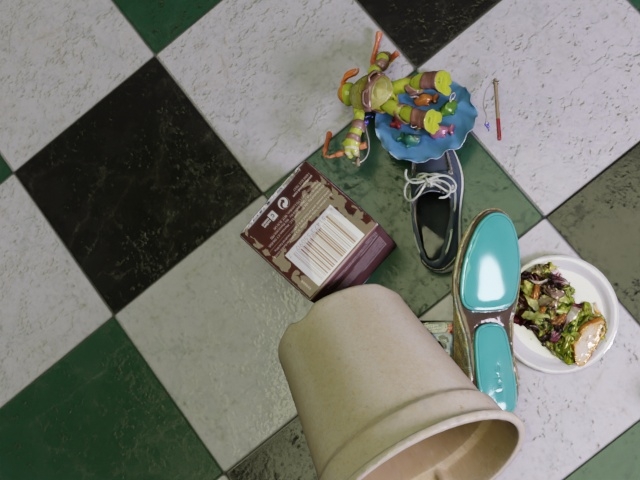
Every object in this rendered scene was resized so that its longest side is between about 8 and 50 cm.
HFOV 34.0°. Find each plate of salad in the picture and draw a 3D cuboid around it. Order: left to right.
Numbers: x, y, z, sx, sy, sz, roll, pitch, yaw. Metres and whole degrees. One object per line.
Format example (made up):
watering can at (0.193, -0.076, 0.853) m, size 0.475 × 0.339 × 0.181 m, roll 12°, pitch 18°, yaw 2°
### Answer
plate of salad at (0.390, 0.120, 1.726) m, size 0.200 × 0.048 × 0.199 m, roll -2°, pitch 80°, yaw 12°

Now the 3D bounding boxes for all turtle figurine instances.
turtle figurine at (0.111, -0.258, 1.791) m, size 0.217 × 0.087 × 0.269 m, roll 9°, pitch 65°, yaw 35°

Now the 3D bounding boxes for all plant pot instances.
plant pot at (0.091, 0.246, 1.607) m, size 0.334 × 0.334 × 0.305 m, roll -33°, pitch 57°, yaw 5°

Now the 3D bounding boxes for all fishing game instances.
fishing game at (0.180, -0.218, 1.808) m, size 0.264 × 0.041 × 0.189 m, roll -7°, pitch 55°, yaw 16°

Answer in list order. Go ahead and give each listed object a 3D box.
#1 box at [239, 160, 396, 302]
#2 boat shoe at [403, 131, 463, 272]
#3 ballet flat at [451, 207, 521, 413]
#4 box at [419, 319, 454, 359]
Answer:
box at (0.000, 0.000, 1.751) m, size 0.167 × 0.203 × 0.168 m, roll 41°, pitch 90°, yaw 16°
boat shoe at (0.191, -0.073, 1.787) m, size 0.095 × 0.079 × 0.254 m, roll -2°, pitch 78°, yaw 19°
ballet flat at (0.262, 0.124, 1.717) m, size 0.123 × 0.123 × 0.348 m, roll -2°, pitch 85°, yaw 12°
box at (0.158, 0.182, 1.774) m, size 0.137 × 0.027 × 0.093 m, roll 0°, pitch 81°, yaw 12°
